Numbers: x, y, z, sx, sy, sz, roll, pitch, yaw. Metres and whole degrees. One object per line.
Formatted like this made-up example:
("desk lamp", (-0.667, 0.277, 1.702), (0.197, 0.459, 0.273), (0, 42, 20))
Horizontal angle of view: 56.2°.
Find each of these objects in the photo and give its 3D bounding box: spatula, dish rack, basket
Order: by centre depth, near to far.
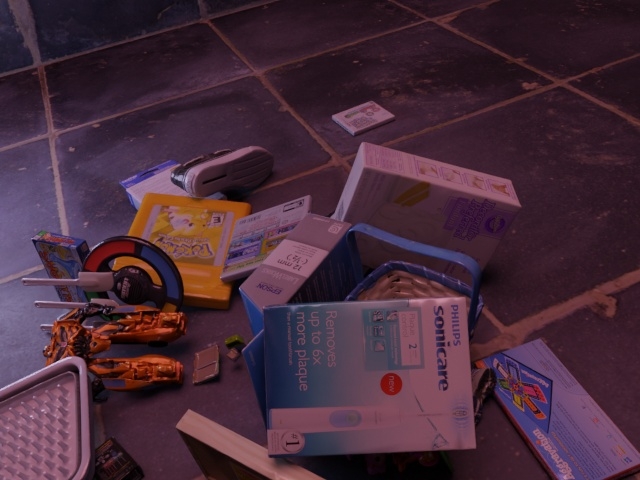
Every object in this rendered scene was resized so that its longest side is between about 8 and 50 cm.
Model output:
("dish rack", (-0.540, 0.381, 1.051), (0.332, 0.072, 0.286), (-26, 43, -1))
("basket", (0.171, 0.116, 1.093), (0.254, 0.289, 0.201), (20, 42, 36))
("spatula", (-0.541, 0.148, 1.319), (0.241, 0.168, 0.019), (-2, 25, 17))

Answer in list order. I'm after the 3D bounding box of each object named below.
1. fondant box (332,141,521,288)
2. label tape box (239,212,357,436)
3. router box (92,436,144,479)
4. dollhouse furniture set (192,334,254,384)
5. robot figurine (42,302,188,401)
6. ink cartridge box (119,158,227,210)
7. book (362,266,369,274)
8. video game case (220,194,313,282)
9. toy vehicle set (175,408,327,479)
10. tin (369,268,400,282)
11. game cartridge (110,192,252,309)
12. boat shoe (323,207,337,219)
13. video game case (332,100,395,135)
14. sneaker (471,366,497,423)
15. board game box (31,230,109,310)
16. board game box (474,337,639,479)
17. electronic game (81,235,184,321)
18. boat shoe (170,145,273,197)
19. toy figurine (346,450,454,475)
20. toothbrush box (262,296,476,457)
("fondant box", (0.203, -0.043, 1.236), (0.330, 0.238, 0.096), (12, 38, -10))
("label tape box", (-0.055, 0.150, 1.132), (0.115, 0.249, 0.348), (18, 46, 30))
("router box", (-0.385, 0.416, 1.046), (0.092, 0.038, 0.122), (27, 51, 37))
("dollhouse furniture set", (-0.184, 0.247, 1.223), (0.151, 0.059, 0.076), (-24, 44, 14))
("robot figurine", (-0.422, 0.218, 1.216), (0.290, 0.085, 0.211), (-2, 63, 0))
("ink cartridge box", (-0.418, -0.123, 1.698), (0.185, 0.065, 0.311), (-32, 47, -27))
("book", (0.062, 0.045, 1.337), (0.144, 0.096, 0.035), (-52, 14, -16))
("video game case", (-0.121, -0.004, 1.376), (0.212, 0.023, 0.193), (-17, 41, 23))
("toy vehicle set", (-0.094, 0.372, 0.935), (0.266, 0.166, 0.035), (16, 48, 28))
("tin", (0.158, 0.025, 1.413), (0.106, 0.040, 0.190), (-14, 39, 2))
("game cartridge", (-0.331, 0.016, 1.455), (0.285, 0.053, 0.324), (6, 44, 0))
("boat shoe", (0.001, 0.003, 1.395), (0.340, 0.127, 0.113), (-47, 38, -16))
("video game case", (0.139, -0.399, 1.950), (0.157, 0.019, 0.143), (-24, 41, -17))
("sneaker", (0.260, 0.283, 1.067), (0.135, 0.052, 0.058), (-49, 20, -21))
("board game box", (-0.564, 0.078, 1.371), (0.136, 0.201, 0.035), (10, 39, 24))
("board game box", (0.400, 0.295, 1.034), (0.145, 0.027, 0.281), (-16, 39, -10))
("electronic game", (-0.407, 0.098, 1.297), (0.229, 0.230, 0.048), (-2, 21, 10))
("boat shoe", (-0.266, -0.206, 1.654), (0.119, 0.121, 0.335), (24, 26, 29))
("toy figurine", (0.116, 0.334, 1.009), (0.159, 0.130, 0.173), (-25, 64, 3))
("toothbrush box", (0.069, 0.197, 0.898), (0.295, 0.217, 0.126), (-2, -5, 0))
